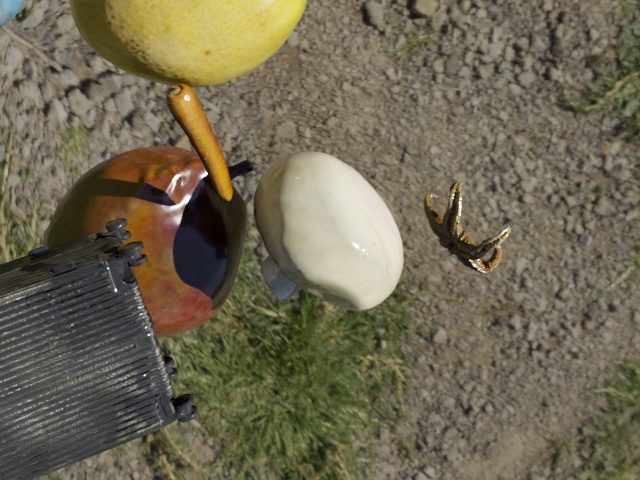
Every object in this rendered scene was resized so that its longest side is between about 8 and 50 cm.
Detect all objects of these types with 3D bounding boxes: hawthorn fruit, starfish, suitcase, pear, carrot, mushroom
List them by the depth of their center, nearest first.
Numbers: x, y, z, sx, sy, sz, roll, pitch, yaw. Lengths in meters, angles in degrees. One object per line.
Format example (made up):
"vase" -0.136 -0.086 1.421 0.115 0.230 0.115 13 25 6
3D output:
"suitcase" -0.336 0.142 0.912 0.335 0.152 0.229 -20 109 -17
"carrot" -0.140 -0.112 0.998 0.037 0.037 0.190 -33 135 -10
"pear" -0.170 -0.353 1.072 0.315 0.314 0.314 -5 105 -20
"mushroom" 0.000 0.000 1.141 0.246 0.246 0.202 36 107 -25
"hawthorn fruit" -0.260 0.005 1.254 0.309 0.325 0.308 7 68 -18
"starfish" 0.242 -0.028 1.424 0.074 0.190 0.146 -39 150 -14

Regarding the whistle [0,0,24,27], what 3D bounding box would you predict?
"whistle" -0.194 -0.169 0.468 0.158 0.090 0.090 -39 114 -19
